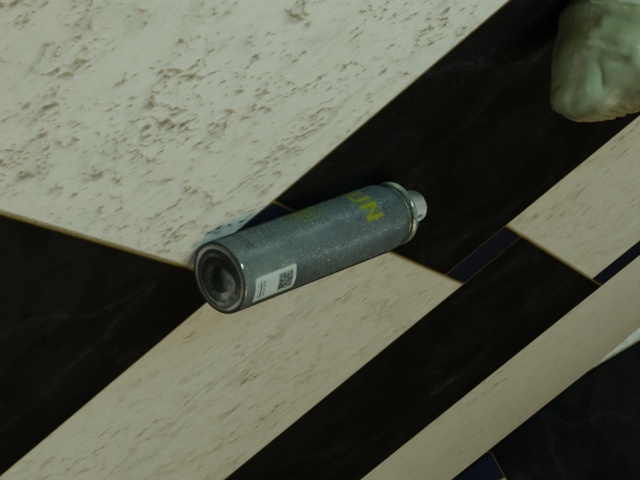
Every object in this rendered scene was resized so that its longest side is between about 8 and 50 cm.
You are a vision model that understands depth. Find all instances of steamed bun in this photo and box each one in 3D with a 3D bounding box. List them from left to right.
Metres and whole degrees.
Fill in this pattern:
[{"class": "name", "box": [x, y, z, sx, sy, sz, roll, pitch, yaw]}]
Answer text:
[{"class": "steamed bun", "box": [0.321, -0.205, 1.705, 0.218, 0.144, 0.211, -22, 176, 24]}]

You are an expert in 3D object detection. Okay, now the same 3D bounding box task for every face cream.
[{"class": "face cream", "box": [0.000, 0.000, 1.730, 0.283, 0.073, 0.073, -20, 156, -42]}]
